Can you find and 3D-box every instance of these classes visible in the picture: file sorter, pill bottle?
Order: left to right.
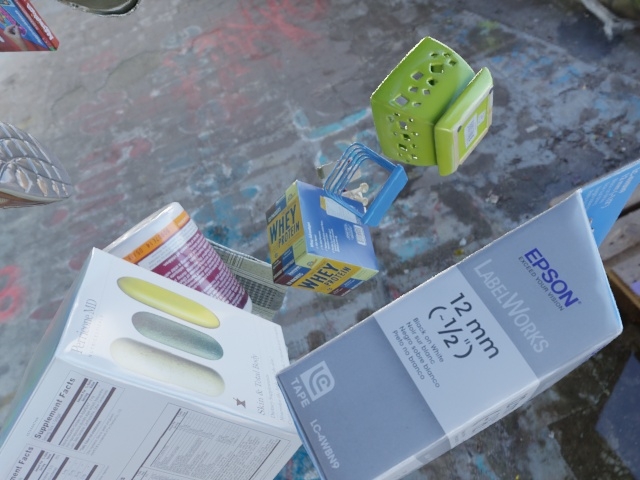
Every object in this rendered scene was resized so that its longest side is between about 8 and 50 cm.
[{"bbox_3d":[-0.298,0.132,1.166,0.224,0.392,0.224,-32,16,10],"label":"pill bottle"},{"bbox_3d":[0.086,-0.103,0.974,0.104,0.170,0.118,34,97,10],"label":"file sorter"}]

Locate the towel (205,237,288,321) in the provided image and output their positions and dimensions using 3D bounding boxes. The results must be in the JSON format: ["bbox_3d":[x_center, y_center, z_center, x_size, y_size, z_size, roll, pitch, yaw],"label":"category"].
[{"bbox_3d":[-0.253,0.115,1.541,0.324,0.312,0.056,23,53,-4],"label":"towel"}]

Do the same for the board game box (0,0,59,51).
[{"bbox_3d":[-0.613,-0.452,0.919,0.144,0.281,0.027,3,64,9],"label":"board game box"}]

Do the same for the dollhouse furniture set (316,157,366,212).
[{"bbox_3d":[0.088,-0.187,2.053,0.135,0.259,0.262,-17,6,-19],"label":"dollhouse furniture set"}]

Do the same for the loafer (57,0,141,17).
[{"bbox_3d":[-0.270,-0.273,0.487,0.094,0.251,0.087,-46,65,23],"label":"loafer"}]

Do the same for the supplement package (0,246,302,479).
[{"bbox_3d":[-0.191,0.181,0.591,0.198,0.262,0.199,-54,26,17],"label":"supplement package"}]

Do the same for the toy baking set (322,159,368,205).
[{"bbox_3d":[0.080,-0.144,1.784,0.256,0.197,0.030,-51,33,-13],"label":"toy baking set"}]

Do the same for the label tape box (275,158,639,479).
[{"bbox_3d":[0.160,0.102,0.480,0.347,0.249,0.115,-29,63,0],"label":"label tape box"}]

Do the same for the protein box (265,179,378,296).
[{"bbox_3d":[0.000,0.000,1.189,0.136,0.201,0.200,-41,47,40],"label":"protein box"}]

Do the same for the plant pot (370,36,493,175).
[{"bbox_3d":[0.279,-0.304,1.235,0.207,0.228,0.227,34,77,28],"label":"plant pot"}]

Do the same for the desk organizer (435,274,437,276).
[{"bbox_3d":[0.300,0.164,1.375,0.047,0.050,0.130,28,83,21],"label":"desk organizer"}]

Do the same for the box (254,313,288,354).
[{"bbox_3d":[-0.126,0.211,1.011,0.087,0.101,0.102,-40,88,-6],"label":"box"}]

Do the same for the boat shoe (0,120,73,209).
[{"bbox_3d":[-0.493,-0.097,0.704,0.116,0.324,0.123,-26,77,16],"label":"boat shoe"}]
